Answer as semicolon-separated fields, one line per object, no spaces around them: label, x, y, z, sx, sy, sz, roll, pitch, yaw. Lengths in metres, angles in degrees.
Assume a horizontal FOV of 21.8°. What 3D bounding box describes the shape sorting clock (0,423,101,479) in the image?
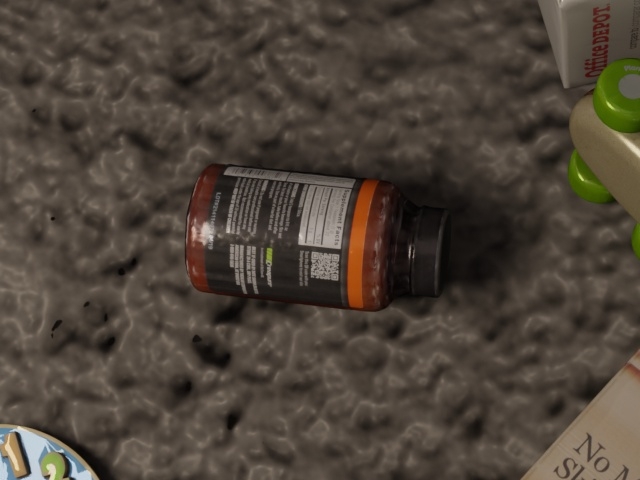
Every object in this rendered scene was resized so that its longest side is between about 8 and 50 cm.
shape sorting clock;-0.258;0.247;1.309;0.206;0.040;0.206;-2;76;9

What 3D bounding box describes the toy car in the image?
toy car;0.298;-0.094;1.260;0.188;0.155;0.149;-37;73;-15

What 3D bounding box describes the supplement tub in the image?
supplement tub;0.000;0.000;1.298;0.197;0.106;0.106;7;77;10

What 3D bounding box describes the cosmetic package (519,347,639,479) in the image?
cosmetic package;0.218;0.208;1.198;0.153;0.129;0.296;40;85;17

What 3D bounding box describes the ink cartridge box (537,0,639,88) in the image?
ink cartridge box;0.305;-0.227;1.253;0.289;0.211;0.122;-13;76;6
